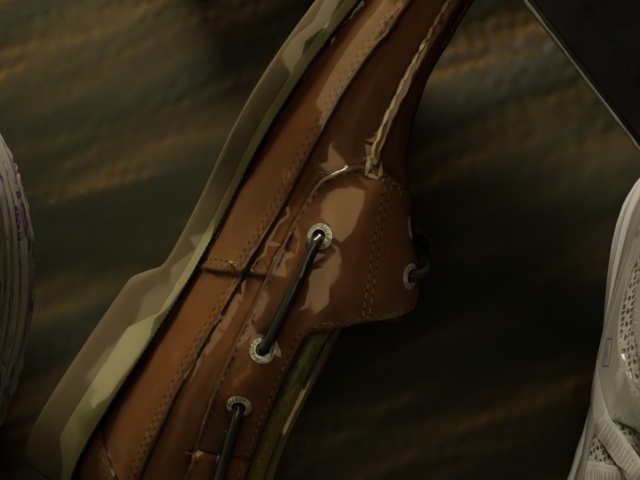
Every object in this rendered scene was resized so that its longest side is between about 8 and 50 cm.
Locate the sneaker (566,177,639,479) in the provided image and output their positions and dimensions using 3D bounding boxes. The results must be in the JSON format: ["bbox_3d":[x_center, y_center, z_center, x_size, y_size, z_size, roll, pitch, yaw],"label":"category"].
[{"bbox_3d":[0.143,0.093,0.563,0.105,0.115,0.281,0,80,10],"label":"sneaker"}]

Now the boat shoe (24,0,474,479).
[{"bbox_3d":[0.000,0.000,0.616,0.104,0.111,0.307,34,97,9],"label":"boat shoe"}]

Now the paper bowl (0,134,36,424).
[{"bbox_3d":[-0.264,0.023,0.628,0.284,0.148,0.284,-2,79,9],"label":"paper bowl"}]

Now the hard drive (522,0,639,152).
[{"bbox_3d":[0.200,-0.066,0.534,0.339,0.237,0.064,54,134,13],"label":"hard drive"}]
